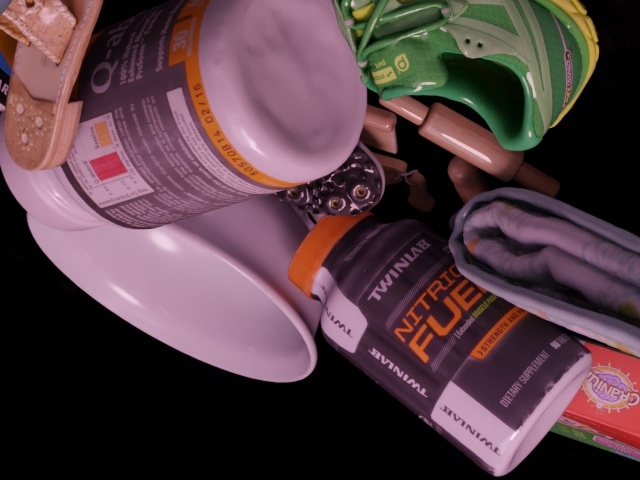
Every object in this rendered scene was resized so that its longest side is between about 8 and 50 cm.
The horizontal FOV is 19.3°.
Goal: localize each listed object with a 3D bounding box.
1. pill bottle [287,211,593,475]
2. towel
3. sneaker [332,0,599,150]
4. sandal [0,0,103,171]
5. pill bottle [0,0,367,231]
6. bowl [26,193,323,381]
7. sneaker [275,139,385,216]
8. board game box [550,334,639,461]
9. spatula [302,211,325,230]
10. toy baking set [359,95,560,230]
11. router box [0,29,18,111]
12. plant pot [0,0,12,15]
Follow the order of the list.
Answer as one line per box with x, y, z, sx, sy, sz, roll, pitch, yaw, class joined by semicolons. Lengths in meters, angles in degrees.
0.090;0.071;1.547;0.246;0.130;0.130;38;162;15;pill bottle
0.305;0.082;1.417;0.320;0.090;0.374;26;-177;-28;towel
0.057;-0.160;1.233;0.295;0.123;0.109;31;157;-20;sneaker
-0.213;-0.159;1.352;0.088;0.240;0.079;26;-153;36;sandal
-0.113;-0.097;1.441;0.278;0.162;0.162;-15;139;42;pill bottle
-0.107;-0.005;1.712;0.298;0.134;0.298;24;158;10;bowl
-0.046;-0.087;1.566;0.237;0.085;0.086;22;-157;21;sneaker
0.204;0.130;1.744;0.242;0.064;0.316;18;173;16;board game box
0.000;0.000;1.810;0.168;0.019;0.242;6;153;33;spatula
0.113;-0.053;1.568;0.256;0.030;0.197;27;162;-5;toy baking set
-0.285;-0.202;1.451;0.046;0.133;0.179;1;150;44;router box
-0.275;-0.248;1.207;0.195;0.290;0.290;-25;142;12;plant pot
